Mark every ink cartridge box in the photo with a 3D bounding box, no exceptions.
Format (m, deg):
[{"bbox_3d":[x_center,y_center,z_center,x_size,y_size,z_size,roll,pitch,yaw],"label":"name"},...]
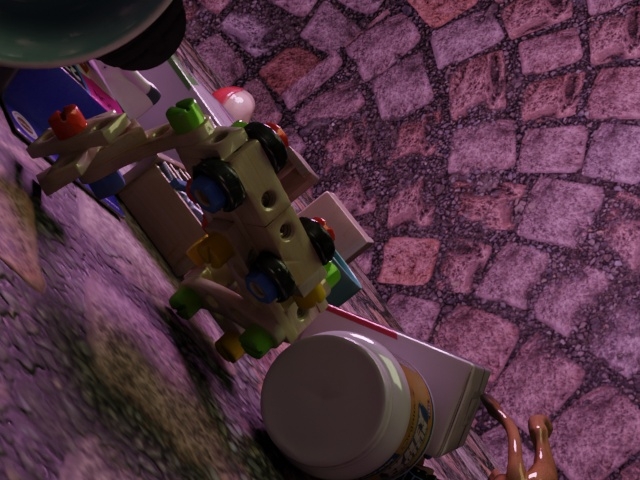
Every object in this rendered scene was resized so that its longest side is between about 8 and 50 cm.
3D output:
[{"bbox_3d":[-0.302,-0.193,1.184,0.176,0.069,0.371,46,10,-49],"label":"ink cartridge box"},{"bbox_3d":[0.089,0.172,1.350,0.207,0.117,0.283,21,-3,14],"label":"ink cartridge box"},{"bbox_3d":[-0.176,-0.139,1.617,0.201,0.117,0.278,54,5,26],"label":"ink cartridge box"}]

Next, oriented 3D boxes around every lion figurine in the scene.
[{"bbox_3d":[0.250,0.379,1.254,0.392,0.142,0.240,68,14,3],"label":"lion figurine"}]

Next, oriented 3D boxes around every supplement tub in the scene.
[{"bbox_3d":[0.029,0.169,1.089,0.144,0.144,0.199,53,5,21],"label":"supplement tub"}]

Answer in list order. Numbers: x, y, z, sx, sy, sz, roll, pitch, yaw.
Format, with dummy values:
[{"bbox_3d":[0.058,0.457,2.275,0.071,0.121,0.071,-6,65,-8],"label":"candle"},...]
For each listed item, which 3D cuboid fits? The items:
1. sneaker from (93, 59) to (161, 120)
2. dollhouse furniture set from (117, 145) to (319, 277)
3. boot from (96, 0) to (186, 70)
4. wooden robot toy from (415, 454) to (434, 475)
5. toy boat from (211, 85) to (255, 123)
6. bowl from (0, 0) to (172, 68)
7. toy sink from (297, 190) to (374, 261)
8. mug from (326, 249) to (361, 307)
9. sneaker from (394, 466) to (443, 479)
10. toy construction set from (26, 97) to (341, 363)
[{"bbox_3d":[-0.297,-0.257,1.413,0.258,0.091,0.094,56,-11,10],"label":"sneaker"},{"bbox_3d":[-0.112,-0.062,1.238,0.129,0.183,0.129,52,5,8],"label":"dollhouse furniture set"},{"bbox_3d":[-0.306,-0.367,1.253,0.348,0.131,0.260,44,9,-34],"label":"boot"},{"bbox_3d":[0.097,0.293,1.453,0.079,0.076,0.173,16,10,-6],"label":"wooden robot toy"},{"bbox_3d":[-0.211,-0.226,2.023,0.151,0.151,0.231,21,7,-4],"label":"toy boat"},{"bbox_3d":[-0.273,-0.318,1.011,0.311,0.311,0.163,50,-4,-18],"label":"bowl"},{"bbox_3d":[0.000,0.000,2.067,0.131,0.152,0.234,52,5,4],"label":"toy sink"},{"bbox_3d":[-0.013,0.053,1.858,0.158,0.097,0.129,48,7,-36],"label":"mug"},{"bbox_3d":[0.105,0.289,1.240,0.232,0.090,0.081,54,5,25],"label":"sneaker"},{"bbox_3d":[-0.103,-0.018,1.001,0.215,0.151,0.328,10,-30,50],"label":"toy construction set"}]
